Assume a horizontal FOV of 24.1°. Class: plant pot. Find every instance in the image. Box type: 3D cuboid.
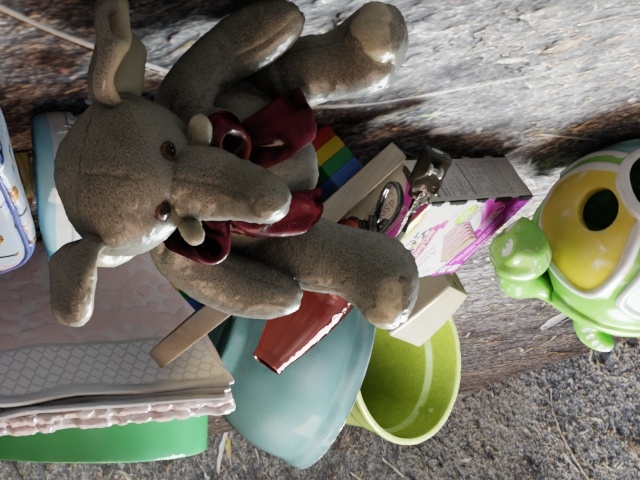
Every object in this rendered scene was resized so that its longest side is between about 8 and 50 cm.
[{"bbox_3d":[0.052,0.201,2.505,0.253,0.276,0.276,-6,173,44],"label":"plant pot"},{"bbox_3d":[0.126,0.061,1.945,0.096,0.109,0.109,-33,156,16],"label":"plant pot"},{"bbox_3d":[-0.070,0.170,2.240,0.196,0.293,0.293,23,156,-15],"label":"plant pot"}]

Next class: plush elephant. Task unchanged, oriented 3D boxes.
[{"bbox_3d":[-0.094,-0.056,1.176,0.329,0.272,0.255,7,-167,13],"label":"plush elephant"}]

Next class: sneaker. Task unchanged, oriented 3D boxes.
[{"bbox_3d":[-0.176,-0.043,1.497,0.208,0.127,0.319,-7,167,-9],"label":"sneaker"}]

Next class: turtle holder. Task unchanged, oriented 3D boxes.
[{"bbox_3d":[0.365,-0.020,1.845,0.320,0.243,0.227,12,151,-4],"label":"turtle holder"}]

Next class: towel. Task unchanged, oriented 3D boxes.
[{"bbox_3d":[-0.294,0.096,1.706,0.331,0.317,0.053,-3,125,-28],"label":"towel"}]

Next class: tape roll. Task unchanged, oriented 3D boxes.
[{"bbox_3d":[-0.295,0.210,1.805,0.321,0.077,0.321,2,178,0],"label":"tape roll"}]

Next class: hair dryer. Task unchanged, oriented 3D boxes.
[{"bbox_3d":[0.015,0.023,1.568,0.294,0.080,0.223,-56,172,27],"label":"hair dryer"}]

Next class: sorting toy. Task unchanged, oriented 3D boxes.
[{"bbox_3d":[-0.070,-0.006,1.614,0.257,0.089,0.255,-43,-177,-36],"label":"sorting toy"}]

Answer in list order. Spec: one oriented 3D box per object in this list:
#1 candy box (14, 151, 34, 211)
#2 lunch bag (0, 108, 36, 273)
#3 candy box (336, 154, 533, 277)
[{"bbox_3d":[-0.384,-0.041,1.498,0.186,0.053,0.109,-8,166,-16],"label":"candy box"},{"bbox_3d":[-0.382,-0.037,1.298,0.243,0.115,0.303,-13,157,-9],"label":"lunch bag"},{"bbox_3d":[0.126,-0.024,1.763,0.233,0.071,0.159,-5,146,-51],"label":"candy box"}]
